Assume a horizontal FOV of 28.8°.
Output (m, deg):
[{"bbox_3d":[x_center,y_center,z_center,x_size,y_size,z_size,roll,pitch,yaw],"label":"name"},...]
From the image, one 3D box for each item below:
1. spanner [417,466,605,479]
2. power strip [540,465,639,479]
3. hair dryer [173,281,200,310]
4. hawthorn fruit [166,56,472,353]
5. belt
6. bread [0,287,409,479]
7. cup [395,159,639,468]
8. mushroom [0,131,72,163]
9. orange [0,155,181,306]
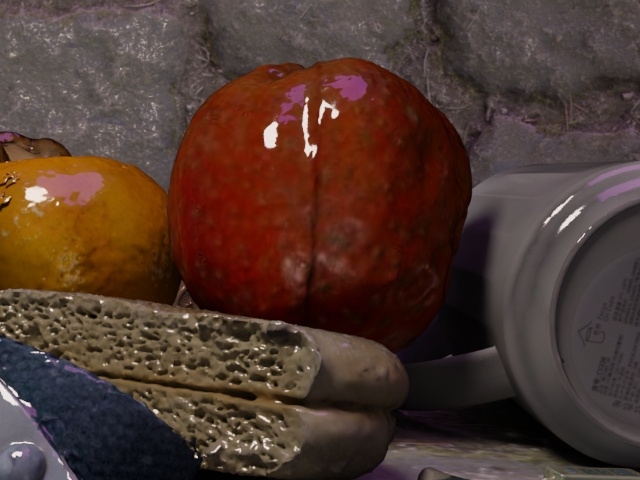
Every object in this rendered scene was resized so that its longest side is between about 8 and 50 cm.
[{"bbox_3d":[0.055,0.153,0.664,0.325,0.040,0.095,2,6,-35],"label":"spanner"},{"bbox_3d":[0.189,0.167,0.857,0.083,0.017,0.027,6,2,-21],"label":"power strip"},{"bbox_3d":[-0.208,0.072,1.423,0.181,0.064,0.117,-1,5,-19],"label":"hair dryer"},{"bbox_3d":[0.003,-0.023,1.015,0.258,0.258,0.262,4,46,-31],"label":"hawthorn fruit"},{"bbox_3d":[-0.162,0.103,0.512,0.218,0.128,0.122,11,-32,35],"label":"belt"},{"bbox_3d":[-0.077,0.092,0.815,0.337,0.102,0.183,3,-3,37],"label":"bread"},{"bbox_3d":[0.200,0.065,1.062,0.323,0.237,0.327,-24,7,-5],"label":"cup"},{"bbox_3d":[-0.369,-0.035,1.350,0.263,0.283,0.195,-20,-21,-40],"label":"mushroom"},{"bbox_3d":[-0.224,0.021,1.057,0.219,0.193,0.219,-6,-21,-2],"label":"orange"}]
